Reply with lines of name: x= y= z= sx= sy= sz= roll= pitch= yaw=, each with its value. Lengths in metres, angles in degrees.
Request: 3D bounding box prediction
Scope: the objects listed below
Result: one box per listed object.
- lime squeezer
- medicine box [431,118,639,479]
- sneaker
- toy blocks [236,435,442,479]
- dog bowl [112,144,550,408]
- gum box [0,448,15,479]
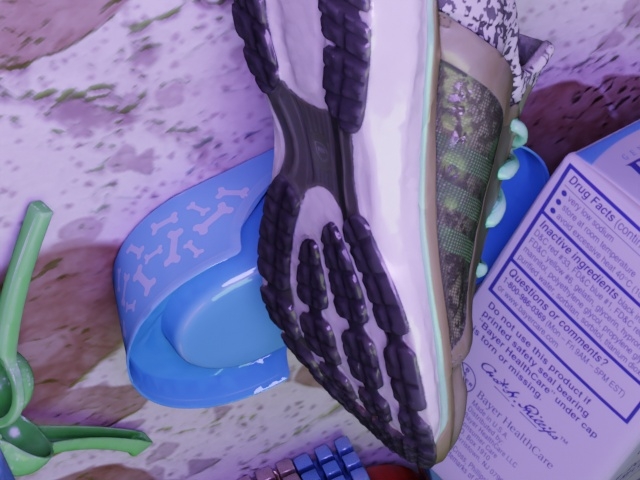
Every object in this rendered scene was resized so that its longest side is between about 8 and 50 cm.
lime squeezer: x=-0.183 y=0.097 z=1.252 sx=0.110 sy=0.059 sz=0.310 roll=-24 pitch=146 yaw=-8
medicine box: x=0.230 y=0.045 z=1.338 sx=0.263 sy=0.149 sz=0.289 roll=-27 pitch=155 yaw=-44
sneaker: x=0.070 y=-0.048 z=1.091 sx=0.182 sy=0.158 sz=0.410 roll=-25 pitch=129 yaw=-27
toy blocks: x=0.014 y=0.274 z=1.565 sx=0.381 sy=0.191 sz=0.261 roll=-23 pitch=135 yaw=-6
dog bowl: x=0.000 y=0.000 z=1.244 sx=0.297 sy=0.074 sz=0.166 roll=-26 pitch=148 yaw=-5
gum box: x=-0.286 y=0.196 z=1.275 sx=0.184 sy=0.041 sz=0.157 roll=-9 pitch=146 yaw=0
